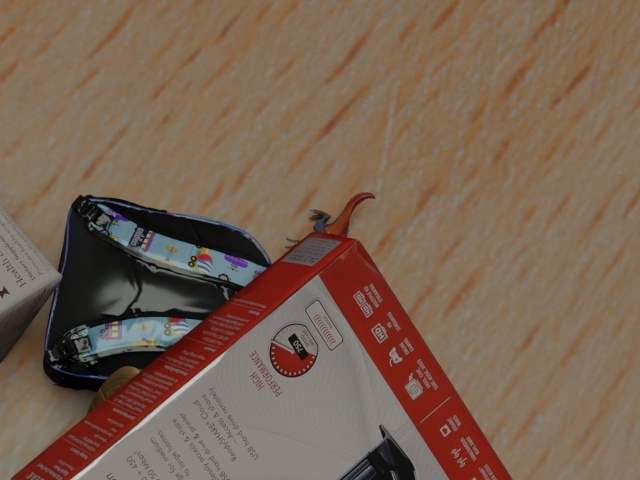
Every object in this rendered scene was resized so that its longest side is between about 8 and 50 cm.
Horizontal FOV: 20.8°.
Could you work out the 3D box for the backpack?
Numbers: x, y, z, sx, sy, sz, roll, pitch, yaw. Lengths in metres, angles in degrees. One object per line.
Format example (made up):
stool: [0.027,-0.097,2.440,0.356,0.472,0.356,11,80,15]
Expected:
backpack: [-0.127,0.054,1.397,0.173,0.117,0.158,9,72,-6]

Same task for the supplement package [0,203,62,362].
supplement package: [-0.348,0.034,1.314,0.194,0.149,0.203,48,47,6]

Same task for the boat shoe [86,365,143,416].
boat shoe: [-0.151,0.168,1.353,0.059,0.170,0.063,0,36,-35]

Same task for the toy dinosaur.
toy dinosaur: [0.000,0.000,1.461,0.047,0.090,0.082,33,26,-9]

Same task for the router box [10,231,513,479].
router box: [-0.013,0.216,1.316,0.301,0.082,0.335,-40,111,-18]
